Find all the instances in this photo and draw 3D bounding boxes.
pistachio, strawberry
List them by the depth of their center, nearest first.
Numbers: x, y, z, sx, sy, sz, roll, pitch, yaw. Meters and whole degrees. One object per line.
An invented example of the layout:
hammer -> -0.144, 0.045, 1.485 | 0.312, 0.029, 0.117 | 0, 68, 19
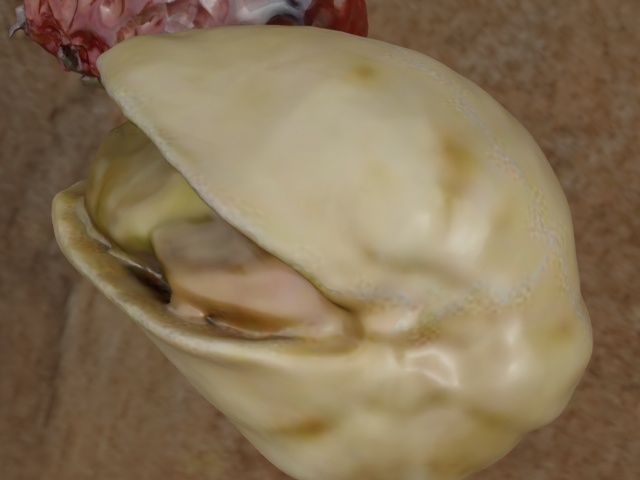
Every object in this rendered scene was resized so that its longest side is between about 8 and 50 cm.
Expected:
pistachio -> 0.000, 0.000, 1.035 | 0.321, 0.238, 0.229 | 30, 105, 27
strawberry -> -0.055, -0.203, 1.400 | 0.280, 0.253, 0.150 | -56, 22, -5
